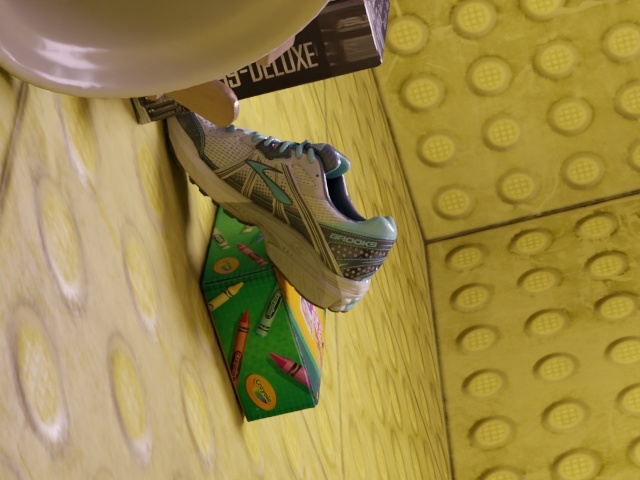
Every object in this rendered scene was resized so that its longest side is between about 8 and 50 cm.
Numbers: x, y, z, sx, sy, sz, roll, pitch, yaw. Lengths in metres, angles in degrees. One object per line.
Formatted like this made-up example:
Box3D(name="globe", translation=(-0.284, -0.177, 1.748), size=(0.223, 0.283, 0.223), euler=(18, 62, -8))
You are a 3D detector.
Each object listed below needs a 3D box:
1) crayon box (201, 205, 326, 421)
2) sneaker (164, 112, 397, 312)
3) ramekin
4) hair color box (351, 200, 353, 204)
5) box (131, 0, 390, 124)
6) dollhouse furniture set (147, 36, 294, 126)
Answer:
Box3D(name="crayon box", translation=(-0.056, 0.054, 1.992), size=(0.278, 0.081, 0.165), euler=(-84, 159, -67))
Box3D(name="sneaker", translation=(-0.034, -0.065, 1.862), size=(0.283, 0.122, 0.110), euler=(45, 19, 10))
Box3D(name="ramekin", translation=(-0.127, -0.235, 1.339), size=(0.277, 0.277, 0.135), euler=(60, 10, -64))
Box3D(name="hair color box", translation=(0.000, 0.000, 2.440), size=(0.167, 0.093, 0.053), euler=(-75, 151, -75))
Box3D(name="box", translation=(-0.057, -0.214, 1.868), size=(0.307, 0.242, 0.076), euler=(-77, 152, -72))
Box3D(name="dollhouse furniture set", translation=(-0.010, -0.308, 1.650), size=(0.355, 0.174, 0.303), euler=(-43, 157, -38))
